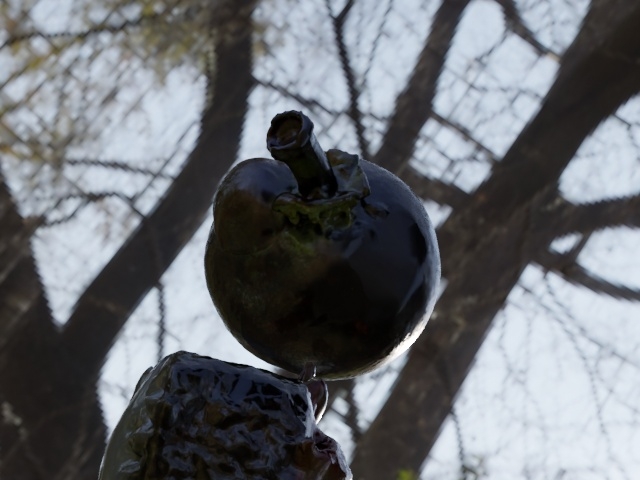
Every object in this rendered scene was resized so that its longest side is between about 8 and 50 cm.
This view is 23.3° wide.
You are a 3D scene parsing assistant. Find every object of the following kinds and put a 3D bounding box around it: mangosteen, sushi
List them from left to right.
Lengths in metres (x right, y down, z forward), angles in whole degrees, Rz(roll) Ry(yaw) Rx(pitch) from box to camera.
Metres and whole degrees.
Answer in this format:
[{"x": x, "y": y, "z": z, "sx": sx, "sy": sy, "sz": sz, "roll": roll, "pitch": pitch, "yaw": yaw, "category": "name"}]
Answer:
[{"x": -0.089, "y": 0.230, "z": 1.119, "sx": 0.182, "sy": 0.343, "sz": 0.196, "roll": 24, "pitch": -20, "yaw": -17, "category": "sushi"}, {"x": 0.000, "y": 0.000, "z": 1.469, "sx": 0.231, "sy": 0.231, "sz": 0.289, "roll": 26, "pitch": -29, "yaw": 19, "category": "mangosteen"}]
